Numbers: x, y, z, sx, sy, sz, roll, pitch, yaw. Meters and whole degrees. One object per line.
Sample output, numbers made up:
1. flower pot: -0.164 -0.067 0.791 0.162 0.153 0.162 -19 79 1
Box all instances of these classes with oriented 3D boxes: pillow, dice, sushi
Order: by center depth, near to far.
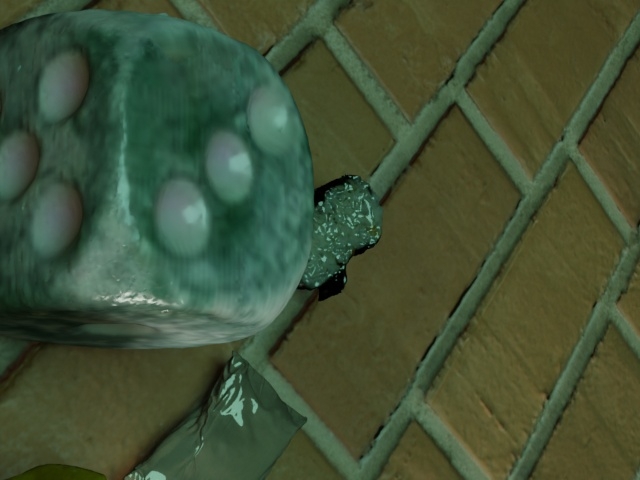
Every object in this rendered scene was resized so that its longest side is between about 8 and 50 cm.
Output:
1. dice: -0.224 -0.061 1.277 0.328 0.330 0.348 16 68 -52
2. pillow: -0.134 0.278 1.479 0.173 0.067 0.270 56 51 -22
3. sushi: 0.000 0.000 1.628 0.212 0.115 0.147 -44 105 -36

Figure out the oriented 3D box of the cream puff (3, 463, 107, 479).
1. cream puff: -0.307 0.405 1.187 0.257 0.324 0.291 16 46 1
